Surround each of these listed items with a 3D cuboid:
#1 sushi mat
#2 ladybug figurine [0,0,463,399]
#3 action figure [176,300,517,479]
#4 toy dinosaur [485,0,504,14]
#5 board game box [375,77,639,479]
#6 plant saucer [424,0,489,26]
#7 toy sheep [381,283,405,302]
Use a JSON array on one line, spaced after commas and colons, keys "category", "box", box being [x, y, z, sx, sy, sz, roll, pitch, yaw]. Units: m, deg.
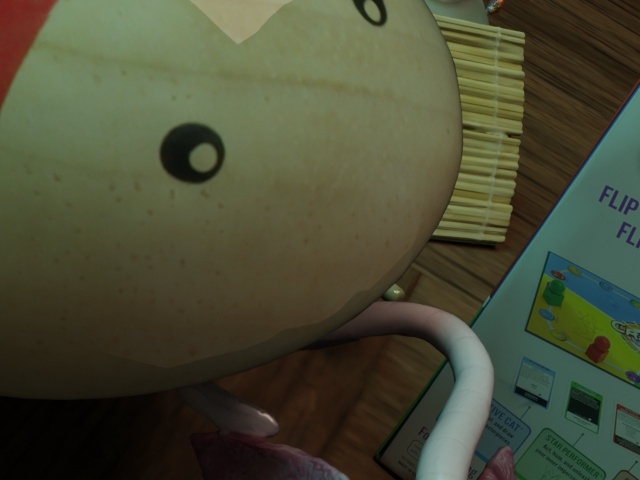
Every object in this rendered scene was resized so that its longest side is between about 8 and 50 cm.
[{"category": "sushi mat", "box": [0.005, -0.084, 0.848, 0.316, 0.151, 0.019, 6, 0, -32]}, {"category": "ladybug figurine", "box": [-0.148, -0.103, 0.579, 0.449, 0.162, 0.305, 22, 57, 31]}, {"category": "action figure", "box": [0.067, 0.153, 0.395, 0.248, 0.276, 0.370, -10, 0, 1]}, {"category": "toy dinosaur", "box": [0.125, -0.232, 1.193, 0.082, 0.090, 0.047, 1, 44, 15]}, {"category": "board game box", "box": [0.200, 0.065, 0.622, 0.242, 0.316, 0.064, 39, 34, 11]}, {"category": "plant saucer", "box": [0.013, -0.245, 0.992, 0.400, 0.100, 0.400, 34, 32, -25]}, {"category": "toy sheep", "box": [0.000, 0.000, 0.767, 0.091, 0.091, 0.132, -12, 46, -46]}]
